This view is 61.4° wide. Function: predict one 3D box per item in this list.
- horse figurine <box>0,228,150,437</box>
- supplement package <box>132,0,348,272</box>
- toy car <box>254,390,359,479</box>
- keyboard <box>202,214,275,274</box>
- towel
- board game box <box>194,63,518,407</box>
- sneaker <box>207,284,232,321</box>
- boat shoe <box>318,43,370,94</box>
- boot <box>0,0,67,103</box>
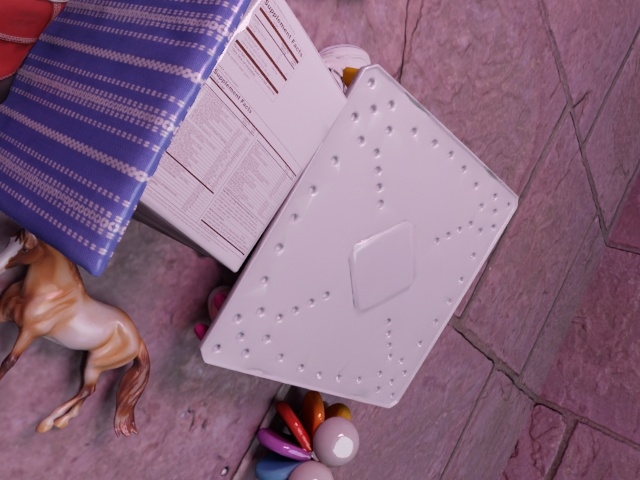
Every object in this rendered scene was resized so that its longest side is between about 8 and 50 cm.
[{"bbox_3d":[-0.263,0.108,0.558,0.174,0.066,0.263,-50,135,-12],"label":"horse figurine"},{"bbox_3d":[-0.123,-0.114,0.513,0.203,0.194,0.149,-58,140,-12],"label":"supplement package"},{"bbox_3d":[-0.035,0.328,0.866,0.136,0.159,0.182,35,78,-14],"label":"toy car"},{"bbox_3d":[-0.114,-0.029,0.676,0.108,0.023,0.180,-30,123,-9],"label":"keyboard"},{"bbox_3d":[-0.150,-0.161,0.429,0.040,0.243,0.336,35,81,-52],"label":"towel"},{"bbox_3d":[0.074,0.028,0.742,0.390,0.050,0.390,28,95,-42],"label":"board game box"},{"bbox_3d":[-0.107,0.125,0.733,0.051,0.070,0.134,-32,128,-31],"label":"sneaker"},{"bbox_3d":[0.005,-0.199,0.710,0.226,0.075,0.083,-35,130,-33],"label":"boat shoe"},{"bbox_3d":[-0.296,-0.148,0.335,0.176,0.088,0.244,-40,164,26],"label":"boot"}]
